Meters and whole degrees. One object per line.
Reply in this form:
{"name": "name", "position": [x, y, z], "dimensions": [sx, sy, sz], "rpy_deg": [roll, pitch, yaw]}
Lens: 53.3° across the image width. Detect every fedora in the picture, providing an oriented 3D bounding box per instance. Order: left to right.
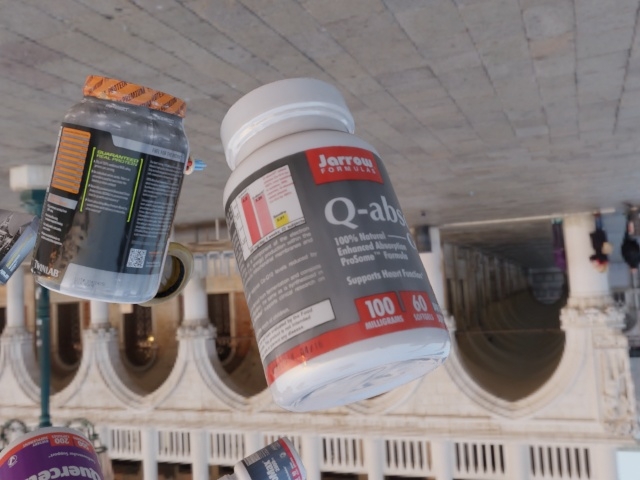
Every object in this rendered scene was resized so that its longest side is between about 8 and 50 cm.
{"name": "fedora", "position": [-0.407, 0.071, 1.580], "dimensions": [0.194, 0.194, 0.079], "rpy_deg": [2, -151, -49]}

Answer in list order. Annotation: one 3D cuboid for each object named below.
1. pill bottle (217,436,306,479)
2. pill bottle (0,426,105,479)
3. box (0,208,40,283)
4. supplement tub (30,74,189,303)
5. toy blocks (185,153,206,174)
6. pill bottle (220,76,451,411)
{"name": "pill bottle", "position": [-0.133, 0.529, 1.427], "dimensions": [0.180, 0.108, 0.108], "rpy_deg": [-25, -177, -19]}
{"name": "pill bottle", "position": [-0.431, 0.469, 1.048], "dimensions": [0.181, 0.182, 0.323], "rpy_deg": [0, -157, -33]}
{"name": "box", "position": [-0.836, 0.006, 1.610], "dimensions": [0.231, 0.183, 0.056], "rpy_deg": [10, 146, 23]}
{"name": "supplement tub", "position": [-0.314, -0.076, 0.977], "dimensions": [0.193, 0.316, 0.193], "rpy_deg": [14, -177, -1]}
{"name": "toy blocks", "position": [-0.376, -0.205, 1.608], "dimensions": [0.148, 0.054, 0.123], "rpy_deg": [1, -160, -45]}
{"name": "pill bottle", "position": [0.000, 0.000, 0.767], "dimensions": [0.210, 0.363, 0.210], "rpy_deg": [-15, 157, -7]}
